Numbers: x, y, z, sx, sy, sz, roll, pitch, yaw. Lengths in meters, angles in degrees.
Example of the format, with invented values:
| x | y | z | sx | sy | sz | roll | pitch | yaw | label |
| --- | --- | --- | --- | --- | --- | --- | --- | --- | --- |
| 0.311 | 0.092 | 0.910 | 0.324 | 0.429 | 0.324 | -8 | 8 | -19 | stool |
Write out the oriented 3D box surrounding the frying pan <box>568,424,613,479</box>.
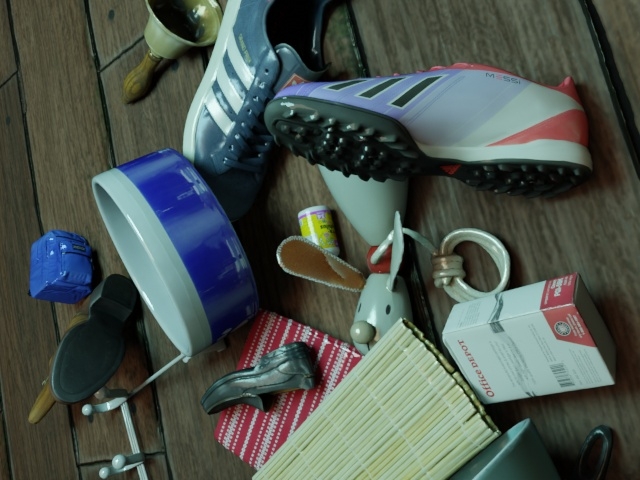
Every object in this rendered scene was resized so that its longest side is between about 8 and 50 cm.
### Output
| x | y | z | sx | sy | sz | roll | pitch | yaw | label |
| --- | --- | --- | --- | --- | --- | --- | --- | --- | --- |
| 0.211 | 0.354 | 0.645 | 0.197 | 0.053 | 0.326 | -9 | 69 | 40 | frying pan |

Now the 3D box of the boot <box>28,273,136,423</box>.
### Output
| x | y | z | sx | sy | sz | roll | pitch | yaw | label |
| --- | --- | --- | --- | --- | --- | --- | --- | --- | --- |
| -0.427 | 0.217 | 1.037 | 0.280 | 0.096 | 0.264 | -44 | 30 | 27 | boot |

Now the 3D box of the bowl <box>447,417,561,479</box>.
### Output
| x | y | z | sx | sy | sz | roll | pitch | yaw | label |
| --- | --- | --- | --- | --- | --- | --- | --- | --- | --- |
| 0.119 | 0.316 | 0.537 | 0.163 | 0.311 | 0.312 | 49 | 117 | 22 | bowl |

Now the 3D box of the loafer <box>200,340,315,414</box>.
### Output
| x | y | z | sx | sy | sz | roll | pitch | yaw | label |
| --- | --- | --- | --- | --- | --- | --- | --- | --- | --- |
| -0.081 | 0.189 | 0.794 | 0.170 | 0.062 | 0.061 | -32 | 69 | 23 | loafer |

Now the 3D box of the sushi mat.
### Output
| x | y | z | sx | sy | sz | roll | pitch | yaw | label |
| --- | --- | --- | --- | --- | --- | --- | --- | --- | --- |
| 0.045 | 0.243 | 0.704 | 0.151 | 0.019 | 0.317 | 50 | 118 | 24 | sushi mat |

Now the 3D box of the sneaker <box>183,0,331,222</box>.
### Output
| x | y | z | sx | sy | sz | roll | pitch | yaw | label |
| --- | --- | --- | --- | --- | --- | --- | --- | --- | --- |
| -0.070 | -0.184 | 0.812 | 0.148 | 0.131 | 0.350 | 21 | 102 | 40 | sneaker |

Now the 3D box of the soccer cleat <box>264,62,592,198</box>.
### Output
| x | y | z | sx | sy | sz | roll | pitch | yaw | label |
| --- | --- | --- | --- | --- | --- | --- | --- | --- | --- |
| 0.106 | -0.120 | 0.604 | 0.108 | 0.318 | 0.117 | 124 | 151 | -71 | soccer cleat |

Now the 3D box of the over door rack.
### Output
| x | y | z | sx | sy | sz | roll | pitch | yaw | label |
| --- | --- | --- | --- | --- | --- | --- | --- | --- | --- |
| -0.245 | 0.313 | 0.958 | 0.324 | 0.108 | 0.240 | -32 | 72 | 32 | over door rack |

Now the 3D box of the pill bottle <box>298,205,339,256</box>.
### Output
| x | y | z | sx | sy | sz | roll | pitch | yaw | label |
| --- | --- | --- | --- | --- | --- | --- | --- | --- | --- |
| 0.000 | 0.000 | 0.812 | 0.043 | 0.043 | 0.083 | -21 | 78 | 35 | pill bottle |

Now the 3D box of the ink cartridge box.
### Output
| x | y | z | sx | sy | sz | roll | pitch | yaw | label |
| --- | --- | --- | --- | --- | --- | --- | --- | --- | --- |
| 0.205 | 0.099 | 0.621 | 0.135 | 0.056 | 0.099 | -20 | 111 | 35 | ink cartridge box |

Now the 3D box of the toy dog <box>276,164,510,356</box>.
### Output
| x | y | z | sx | sy | sz | roll | pitch | yaw | label |
| --- | --- | --- | --- | --- | --- | --- | --- | --- | --- |
| 0.043 | -0.038 | 0.705 | 0.220 | 0.161 | 0.334 | -32 | 71 | 33 | toy dog |

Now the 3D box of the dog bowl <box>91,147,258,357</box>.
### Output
| x | y | z | sx | sy | sz | roll | pitch | yaw | label |
| --- | --- | --- | --- | --- | --- | --- | --- | --- | --- |
| -0.194 | 0.016 | 0.838 | 0.265 | 0.104 | 0.265 | 46 | 153 | 32 | dog bowl |

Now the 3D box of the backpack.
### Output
| x | y | z | sx | sy | sz | roll | pitch | yaw | label |
| --- | --- | --- | --- | --- | --- | --- | --- | --- | --- |
| -0.459 | 0.040 | 1.133 | 0.101 | 0.098 | 0.120 | -31 | 59 | 24 | backpack |

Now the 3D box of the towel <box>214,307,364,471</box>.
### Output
| x | y | z | sx | sy | sz | roll | pitch | yaw | label |
| --- | --- | --- | --- | --- | --- | --- | --- | --- | --- |
| -0.003 | 0.219 | 0.791 | 0.274 | 0.031 | 0.199 | 19 | 89 | 33 | towel |

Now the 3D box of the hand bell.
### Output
| x | y | z | sx | sy | sz | roll | pitch | yaw | label |
| --- | --- | --- | --- | --- | --- | --- | --- | --- | --- |
| -0.262 | -0.291 | 0.998 | 0.242 | 0.126 | 0.126 | -33 | 70 | 46 | hand bell |
